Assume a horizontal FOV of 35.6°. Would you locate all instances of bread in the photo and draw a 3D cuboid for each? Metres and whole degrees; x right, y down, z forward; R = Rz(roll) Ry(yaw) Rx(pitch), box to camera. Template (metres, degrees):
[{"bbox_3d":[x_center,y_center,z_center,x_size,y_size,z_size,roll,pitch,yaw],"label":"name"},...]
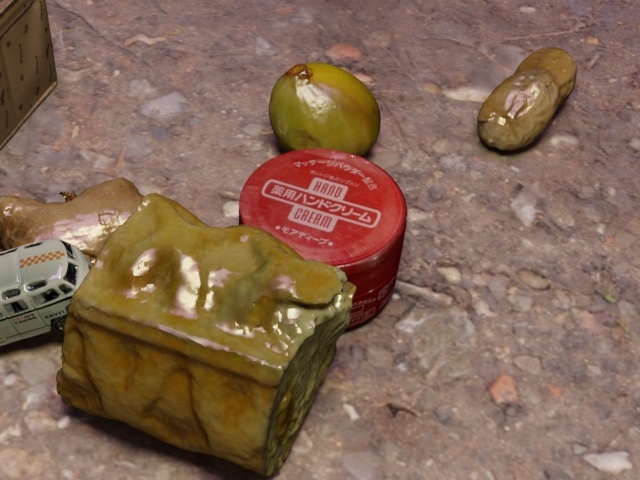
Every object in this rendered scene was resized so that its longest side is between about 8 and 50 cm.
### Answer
[{"bbox_3d":[-0.115,0.089,0.984,0.252,0.239,0.196,26,32,11],"label":"bread"}]

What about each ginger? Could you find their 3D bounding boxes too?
[{"bbox_3d":[-0.292,-0.008,1.146,0.213,0.074,0.137,-3,50,-15],"label":"ginger"}]

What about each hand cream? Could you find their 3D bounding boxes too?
[{"bbox_3d":[0.000,0.000,1.132,0.193,0.125,0.193,4,47,-4],"label":"hand cream"}]

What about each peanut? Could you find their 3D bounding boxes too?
[{"bbox_3d":[0.291,-0.197,1.375,0.099,0.099,0.214,29,45,20],"label":"peanut"}]

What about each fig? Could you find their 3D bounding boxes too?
[{"bbox_3d":[0.005,-0.163,1.295,0.153,0.121,0.136,2,36,-36],"label":"fig"}]

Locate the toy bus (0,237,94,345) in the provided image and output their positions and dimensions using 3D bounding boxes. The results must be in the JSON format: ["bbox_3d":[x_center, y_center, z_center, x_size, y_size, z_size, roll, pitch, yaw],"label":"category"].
[{"bbox_3d":[-0.330,0.059,1.047,0.193,0.089,0.087,-17,53,0],"label":"toy bus"}]

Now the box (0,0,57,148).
[{"bbox_3d":[-0.522,-0.248,1.272,0.297,0.190,0.225,15,48,11],"label":"box"}]
